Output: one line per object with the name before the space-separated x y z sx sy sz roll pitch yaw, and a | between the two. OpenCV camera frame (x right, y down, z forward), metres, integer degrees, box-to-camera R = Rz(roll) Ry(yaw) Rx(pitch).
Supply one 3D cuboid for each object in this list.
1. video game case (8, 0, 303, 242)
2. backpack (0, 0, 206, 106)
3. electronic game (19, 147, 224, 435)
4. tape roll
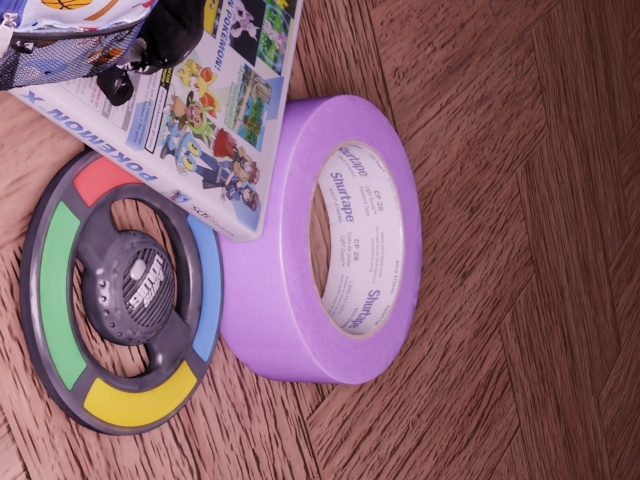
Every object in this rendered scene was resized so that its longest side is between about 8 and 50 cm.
video game case | -0.121 -0.206 0.900 0.300 0.036 0.328 36 53 -46
backpack | -0.172 -0.227 0.616 0.213 0.263 0.276 -20 88 -33
electronic game | -0.147 0.037 0.878 0.229 0.048 0.229 4 85 -59
tape roll | 0.000 0.000 1.086 0.275 0.090 0.274 8 81 -59
